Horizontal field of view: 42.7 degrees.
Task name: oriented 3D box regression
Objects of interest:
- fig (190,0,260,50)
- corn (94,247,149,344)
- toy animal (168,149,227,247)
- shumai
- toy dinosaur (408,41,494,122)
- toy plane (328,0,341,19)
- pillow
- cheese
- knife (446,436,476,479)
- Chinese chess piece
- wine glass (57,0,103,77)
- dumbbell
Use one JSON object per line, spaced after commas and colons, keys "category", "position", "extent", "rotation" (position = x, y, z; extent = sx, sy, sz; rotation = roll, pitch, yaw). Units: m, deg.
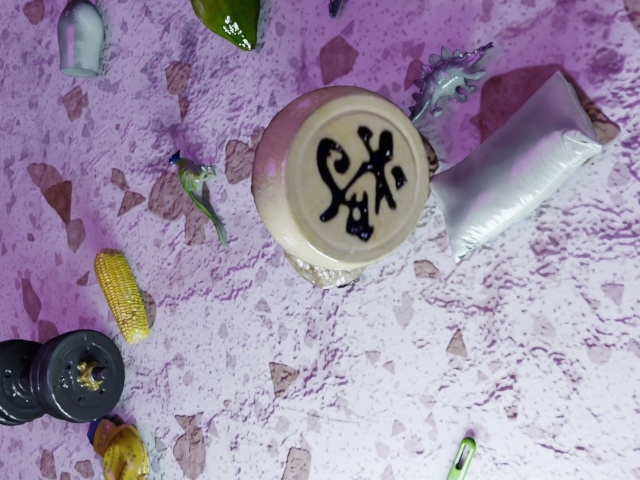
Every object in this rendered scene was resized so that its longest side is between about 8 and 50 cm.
{"category": "fig", "position": [-0.153, -0.398, 1.395], "extent": [0.123, 0.123, 0.156], "rotation": [-29, 84, 34]}
{"category": "corn", "position": [-0.388, 0.104, 1.600], "extent": [0.067, 0.067, 0.206], "rotation": [-40, 65, 31]}
{"category": "toy animal", "position": [-0.207, -0.092, 1.479], "extent": [0.075, 0.041, 0.217], "rotation": [-48, 66, 29]}
{"category": "shumai", "position": [0.003, -0.002, 1.269], "extent": [0.116, 0.146, 0.145], "rotation": [33, 111, 59]}
{"category": "toy dinosaur", "position": [0.167, -0.219, 1.182], "extent": [0.209, 0.039, 0.082], "rotation": [-43, 65, 32]}
{"category": "toy plane", "position": [0.026, -0.474, 1.275], "extent": [0.169, 0.078, 0.246], "rotation": [17, 99, 37]}
{"category": "pillow", "position": [0.249, -0.098, 1.093], "extent": [0.254, 0.078, 0.144], "rotation": [-43, 52, 30]}
{"category": "cheese", "position": [-0.396, 0.416, 1.603], "extent": [0.250, 0.064, 0.156], "rotation": [32, 108, 44]}
{"category": "knife", "position": [0.175, 0.372, 1.181], "extent": [0.054, 0.015, 0.212], "rotation": [32, 109, 43]}
{"category": "Chinese chess piece", "position": [0.030, -0.086, 1.142], "extent": [0.104, 0.257, 0.257], "rotation": [9, 95, 60]}
{"category": "wine glass", "position": [-0.491, -0.440, 1.678], "extent": [0.093, 0.093, 0.202], "rotation": [2, 89, 39]}
{"category": "dumbbell", "position": [-0.551, 0.280, 1.652], "extent": [0.388, 0.185, 0.185], "rotation": [-11, 82, 38]}
